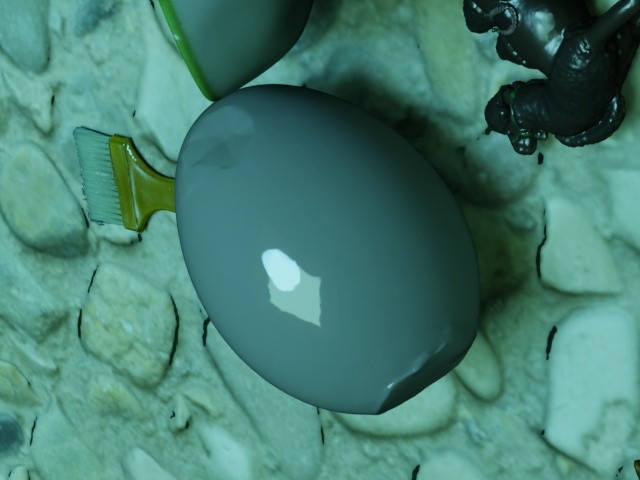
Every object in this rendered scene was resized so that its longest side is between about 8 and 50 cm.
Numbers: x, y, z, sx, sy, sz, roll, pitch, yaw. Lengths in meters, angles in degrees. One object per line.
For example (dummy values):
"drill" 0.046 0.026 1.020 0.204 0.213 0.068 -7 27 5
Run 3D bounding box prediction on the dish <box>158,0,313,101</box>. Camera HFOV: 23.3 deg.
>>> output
"dish" -0.055 -0.251 0.894 0.124 0.324 0.324 -17 103 2

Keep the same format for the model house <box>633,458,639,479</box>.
"model house" 0.271 0.203 0.845 0.220 0.229 0.199 22 119 33

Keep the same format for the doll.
"doll" 0.134 -0.124 0.912 0.139 0.057 0.165 46 139 9

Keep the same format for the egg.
"egg" 0.000 0.000 1.006 0.232 0.176 0.176 56 136 10

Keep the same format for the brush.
"brush" -0.109 -0.034 1.202 0.218 0.010 0.082 13 119 35
